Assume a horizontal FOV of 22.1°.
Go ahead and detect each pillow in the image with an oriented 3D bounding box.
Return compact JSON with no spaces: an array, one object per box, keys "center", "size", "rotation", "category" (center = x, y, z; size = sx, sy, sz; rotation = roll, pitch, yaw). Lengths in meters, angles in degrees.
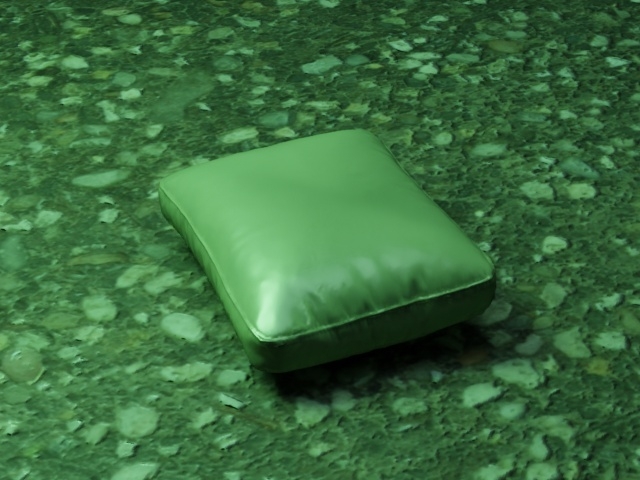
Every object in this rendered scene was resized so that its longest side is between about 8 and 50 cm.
[{"center":[0.000,0.000,1.609],"size":[0.255,0.119,0.322],"rotation":[-15,36,-18],"category":"pillow"}]
